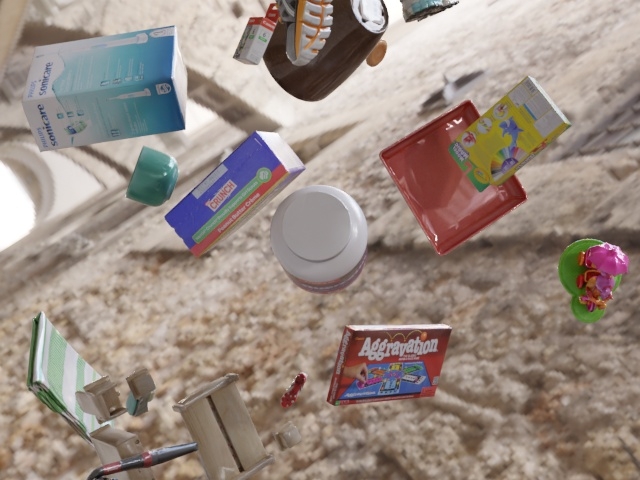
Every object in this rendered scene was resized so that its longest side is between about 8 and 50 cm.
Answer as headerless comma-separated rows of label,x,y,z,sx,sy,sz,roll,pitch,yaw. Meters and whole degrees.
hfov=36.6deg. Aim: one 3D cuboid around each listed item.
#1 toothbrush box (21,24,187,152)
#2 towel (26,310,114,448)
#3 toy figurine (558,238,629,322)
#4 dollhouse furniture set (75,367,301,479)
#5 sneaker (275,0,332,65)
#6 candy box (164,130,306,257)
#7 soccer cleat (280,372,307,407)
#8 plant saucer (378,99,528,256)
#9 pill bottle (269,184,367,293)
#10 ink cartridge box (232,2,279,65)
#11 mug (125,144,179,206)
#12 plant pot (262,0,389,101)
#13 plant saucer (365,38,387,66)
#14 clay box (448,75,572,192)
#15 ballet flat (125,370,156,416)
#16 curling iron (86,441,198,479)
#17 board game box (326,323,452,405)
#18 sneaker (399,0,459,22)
toothbrush box,-0.421,-0.304,1.921,0.216,0.295,0.126,-99,-179,-49
towel,-0.582,0.344,2.288,0.325,0.038,0.248,57,11,-39
toy figurine,0.547,0.071,1.900,0.159,0.130,0.173,82,15,-81
dollhouse furniture set,-0.266,0.347,1.932,0.173,0.355,0.303,-7,-73,59
sneaker,-0.035,-0.349,1.336,0.083,0.084,0.215,3,-87,25
candy box,-0.177,-0.108,2.106,0.122,0.268,0.317,49,8,0
soccer cleat,-0.052,0.303,1.956,0.029,0.083,0.035,32,10,12
plant saucer,0.281,-0.133,2.083,0.258,0.259,0.047,59,-19,-2
pill bottle,0.000,0.000,1.846,0.181,0.181,0.323,52,-3,9
ink cartridge box,-0.105,-0.353,1.627,0.029,0.115,0.063,23,0,-29
mug,-0.384,-0.143,2.232,0.097,0.130,0.158,19,-1,-12
plant pot,0.027,-0.430,2.002,0.230,0.215,0.215,-23,-77,46
plant saucer,0.158,-0.521,2.693,0.013,0.083,0.083,34,-26,30
clay box,0.377,-0.209,1.949,0.127,0.222,0.053,57,25,18
ballet flat,-0.460,0.389,2.506,0.072,0.068,0.213,59,-31,23
curling iron,-0.315,0.400,1.719,0.035,0.274,0.068,29,-68,26
board game box,0.133,0.228,1.797,0.027,0.281,0.145,21,-78,44
sneaker,0.236,-0.567,2.174,0.122,0.110,0.283,68,18,-6
